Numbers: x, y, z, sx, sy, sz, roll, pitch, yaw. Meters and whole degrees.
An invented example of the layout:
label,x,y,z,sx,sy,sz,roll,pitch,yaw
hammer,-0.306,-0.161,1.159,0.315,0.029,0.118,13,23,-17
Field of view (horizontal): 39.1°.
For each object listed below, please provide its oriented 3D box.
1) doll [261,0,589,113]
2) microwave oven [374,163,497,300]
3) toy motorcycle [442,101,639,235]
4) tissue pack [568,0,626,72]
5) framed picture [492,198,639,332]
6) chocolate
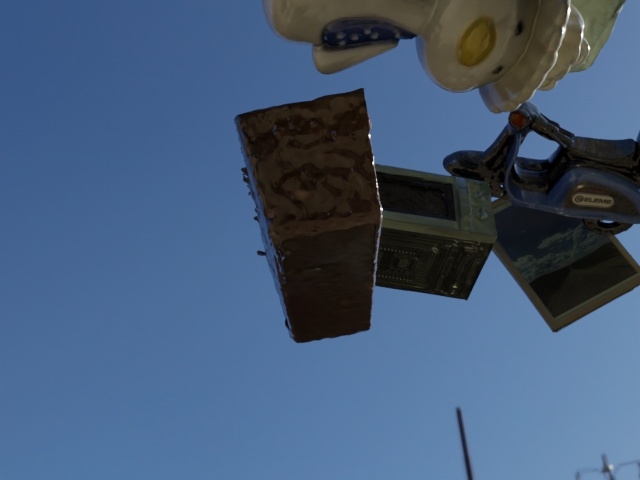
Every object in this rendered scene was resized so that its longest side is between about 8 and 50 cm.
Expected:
label,x,y,z,sx,sy,sz,roll,pitch,yaw
doll,0.064,-0.170,0.642,0.293,0.119,0.138,14,-64,-16
microwave oven,0.129,-0.009,1.293,0.208,0.122,0.162,9,-45,-7
toy motorcycle,0.370,-0.125,1.375,0.358,0.125,0.213,7,-45,3
tissue pack,0.150,-0.370,0.921,0.331,0.405,0.205,18,-53,0
framed picture,0.390,0.012,1.495,0.189,0.260,0.023,-26,-31,-8
chocolate,0.000,0.000,0.768,0.111,0.112,0.321,-12,-20,-4
